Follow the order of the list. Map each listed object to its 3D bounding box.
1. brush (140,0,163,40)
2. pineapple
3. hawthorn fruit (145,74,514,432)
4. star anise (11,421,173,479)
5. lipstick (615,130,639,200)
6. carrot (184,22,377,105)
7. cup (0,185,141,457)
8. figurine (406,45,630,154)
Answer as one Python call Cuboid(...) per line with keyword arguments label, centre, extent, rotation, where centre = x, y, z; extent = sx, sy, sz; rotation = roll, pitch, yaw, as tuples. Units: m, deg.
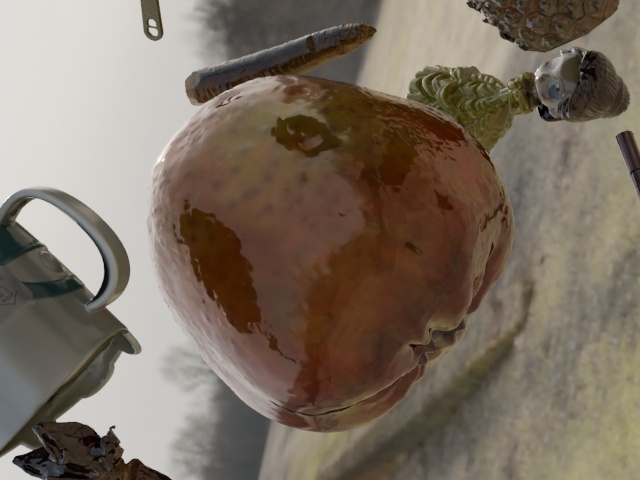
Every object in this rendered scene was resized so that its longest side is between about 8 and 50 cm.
Cuboid(label="brush", centre=(-0.252, -0.388, 1.815), extent=(0.010, 0.083, 0.218), rotation=(-55, -30, -47))
Cuboid(label="pineapple", centre=(0.240, -0.411, 1.669), extent=(0.202, 0.362, 0.202), rotation=(-43, 22, 22))
Cuboid(label="hawthorn fruit", centre=(0.000, 0.000, 1.588), extent=(0.472, 0.472, 0.471), rotation=(-168, 90, -89))
Cuboid(label="star anise", centre=(-0.241, 0.248, 1.293), extent=(0.212, 0.157, 0.053), rotation=(51, -152, -36))
Cuboid(label="lipstick", centre=(0.436, -0.071, 1.689), extent=(0.027, 0.027, 0.176), rotation=(103, 159, -57))
Cuboid(label="carrot", centre=(-0.060, -0.273, 1.921), extent=(0.066, 0.314, 0.066), rotation=(-17, -90, -76))
Cuboid(label="cup", centre=(-0.339, 0.076, 1.358), extent=(0.289, 0.257, 0.219), rotation=(-46, -3, 13))
Cuboid(label="figurine", centre=(0.297, -0.213, 1.878), extent=(0.315, 0.168, 0.187), rotation=(-13, 34, 43))
